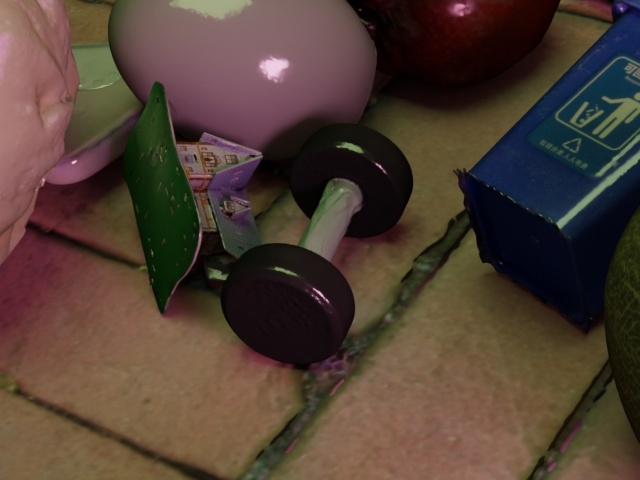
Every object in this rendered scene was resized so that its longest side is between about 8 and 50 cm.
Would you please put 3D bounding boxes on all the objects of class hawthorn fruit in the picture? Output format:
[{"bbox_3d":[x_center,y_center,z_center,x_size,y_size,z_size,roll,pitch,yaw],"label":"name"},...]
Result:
[{"bbox_3d":[0.132,-0.241,1.380,0.251,0.189,0.189,-13,37,-29],"label":"hawthorn fruit"}]

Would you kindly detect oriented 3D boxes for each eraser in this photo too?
[{"bbox_3d":[-0.212,-0.120,1.383,0.204,0.059,0.243,-1,37,10],"label":"eraser"}]

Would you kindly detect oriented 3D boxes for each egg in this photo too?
[{"bbox_3d":[-0.070,-0.162,1.293,0.232,0.176,0.176,18,37,-14],"label":"egg"}]

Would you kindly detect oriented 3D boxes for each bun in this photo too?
[{"bbox_3d":[-0.326,-0.106,1.214,0.219,0.365,0.365,9,26,-36],"label":"bun"}]

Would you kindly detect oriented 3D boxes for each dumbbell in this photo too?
[{"bbox_3d":[0.000,0.000,1.161,0.100,0.100,0.191,7,41,19],"label":"dumbbell"}]

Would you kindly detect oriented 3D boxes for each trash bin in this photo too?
[{"bbox_3d":[0.236,-0.055,1.145,0.234,0.184,0.162,-40,46,-17],"label":"trash bin"}]

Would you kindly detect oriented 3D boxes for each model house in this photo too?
[{"bbox_3d":[-0.092,-0.033,1.213,0.088,0.117,0.167,0,52,-27],"label":"model house"}]

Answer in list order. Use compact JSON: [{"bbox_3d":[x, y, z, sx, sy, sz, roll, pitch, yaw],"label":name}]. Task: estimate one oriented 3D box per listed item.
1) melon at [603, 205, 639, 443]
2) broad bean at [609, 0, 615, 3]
[{"bbox_3d":[0.300,0.067,0.908,0.237,0.237,0.301,-15,36,-7],"label":"melon"},{"bbox_3d":[0.358,-0.231,1.403,0.339,0.061,0.077,18,60,30],"label":"broad bean"}]
